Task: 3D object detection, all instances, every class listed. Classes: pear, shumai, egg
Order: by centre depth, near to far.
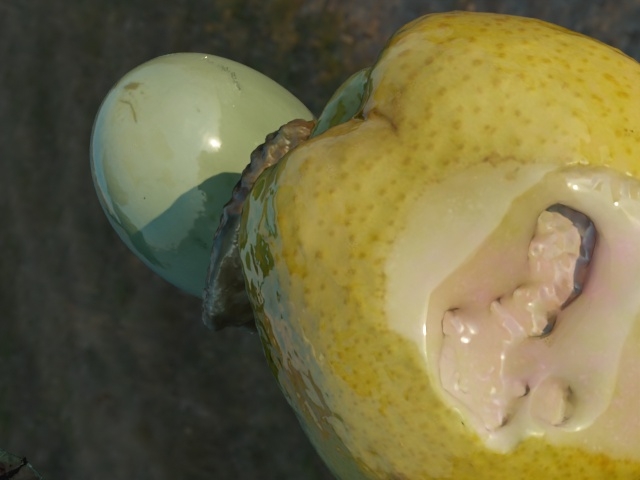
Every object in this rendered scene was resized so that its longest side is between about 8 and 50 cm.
[{"bbox_3d":[0.090,0.019,0.945,0.271,0.271,0.271,-38,42,45],"label":"pear"},{"bbox_3d":[0.000,0.000,1.410,0.209,0.153,0.161,-49,-28,-68],"label":"shumai"},{"bbox_3d":[-0.086,-0.052,1.692,0.203,0.283,0.203,-23,43,24],"label":"egg"}]

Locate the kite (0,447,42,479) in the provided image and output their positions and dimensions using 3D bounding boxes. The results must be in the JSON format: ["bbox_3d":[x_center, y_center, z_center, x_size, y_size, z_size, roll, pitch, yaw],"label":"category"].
[{"bbox_3d":[-0.403,0.173,1.867,0.011,0.335,0.314,-35,29,38],"label":"kite"}]
